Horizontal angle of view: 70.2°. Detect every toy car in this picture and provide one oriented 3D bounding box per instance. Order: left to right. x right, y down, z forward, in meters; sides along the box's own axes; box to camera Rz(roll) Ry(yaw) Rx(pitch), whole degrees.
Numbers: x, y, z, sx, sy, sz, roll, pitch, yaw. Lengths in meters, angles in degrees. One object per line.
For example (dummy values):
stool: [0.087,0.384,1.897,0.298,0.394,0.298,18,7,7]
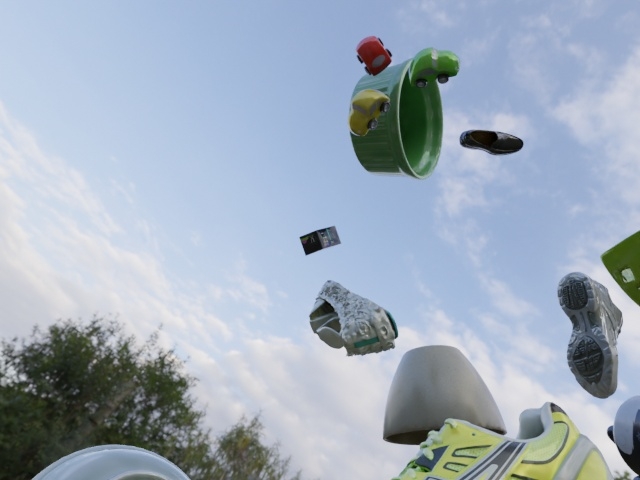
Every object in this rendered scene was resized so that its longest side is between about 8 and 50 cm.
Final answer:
toy car: [0.155,-0.332,0.892,0.225,0.239,0.053,-3,-21,30]

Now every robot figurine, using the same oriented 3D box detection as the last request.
robot figurine: [0.682,0.379,0.851,0.174,0.209,0.278,10,-19,-3]

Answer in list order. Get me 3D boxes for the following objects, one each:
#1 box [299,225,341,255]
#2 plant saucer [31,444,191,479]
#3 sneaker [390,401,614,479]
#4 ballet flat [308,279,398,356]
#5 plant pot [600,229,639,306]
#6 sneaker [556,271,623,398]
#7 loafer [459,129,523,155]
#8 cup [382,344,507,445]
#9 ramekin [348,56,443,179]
box: [0.000,0.000,1.151,0.062,0.083,0.052,-22,-94,38]
plant saucer: [-0.314,0.509,0.759,0.400,0.400,0.100,38,-72,-9]
sneaker: [0.111,0.265,0.444,0.385,0.147,0.145,-4,-34,-19]
ballet flat: [0.041,0.180,1.074,0.147,0.147,0.409,40,-9,-11]
plant pot: [0.748,0.078,0.886,0.228,0.207,0.227,12,-39,-23]
sneaker: [0.530,0.176,0.857,0.115,0.232,0.090,9,-18,-24]
loafer: [0.462,-0.263,1.216,0.170,0.062,0.061,4,1,0]
cup: [0.334,0.440,1.306,0.331,0.237,0.331,-1,-32,-1]
ramekin: [0.200,-0.309,1.194,0.148,0.303,0.303,3,-45,34]
